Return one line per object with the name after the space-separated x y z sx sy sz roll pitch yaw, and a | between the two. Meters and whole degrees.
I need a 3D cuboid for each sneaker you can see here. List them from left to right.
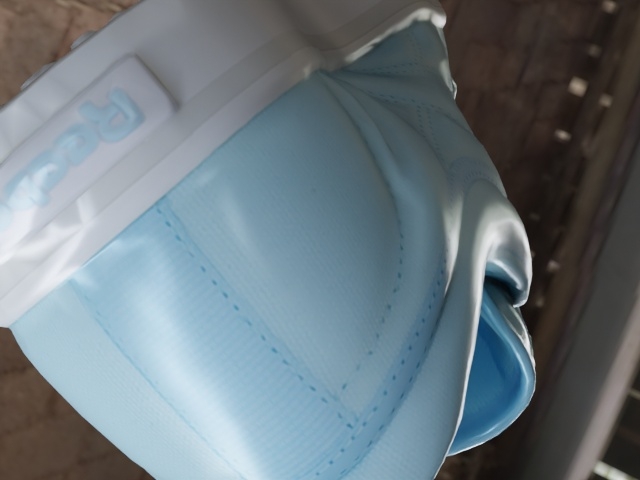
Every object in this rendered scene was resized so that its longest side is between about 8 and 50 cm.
0.000 0.000 0.479 0.135 0.150 0.366 -36 -177 18 | sneaker
